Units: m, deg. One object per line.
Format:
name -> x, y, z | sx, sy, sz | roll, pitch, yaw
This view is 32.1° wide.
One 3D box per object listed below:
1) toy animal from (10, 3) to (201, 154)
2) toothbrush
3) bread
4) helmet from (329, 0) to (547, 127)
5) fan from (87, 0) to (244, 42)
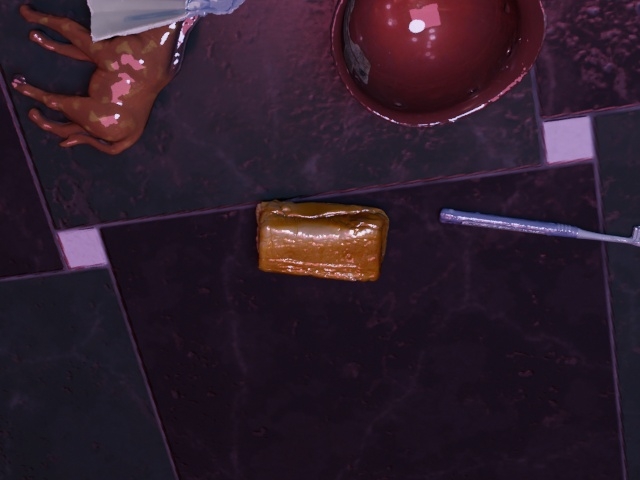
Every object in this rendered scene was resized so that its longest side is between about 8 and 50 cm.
toy animal -> -0.159, -0.185, 1.002 | 0.229, 0.066, 0.224 | 9, 100, 13
toothbrush -> 0.224, -0.013, 1.067 | 0.219, 0.016, 0.019 | 6, 117, 4
bread -> 0.000, 0.000, 1.083 | 0.132, 0.053, 0.074 | 3, 122, 6
helmet -> 0.096, -0.188, 0.939 | 0.175, 0.106, 0.155 | -15, 117, 10
fan -> -0.109, -0.251, 0.956 | 0.240, 0.009, 0.131 | -29, 86, 11
